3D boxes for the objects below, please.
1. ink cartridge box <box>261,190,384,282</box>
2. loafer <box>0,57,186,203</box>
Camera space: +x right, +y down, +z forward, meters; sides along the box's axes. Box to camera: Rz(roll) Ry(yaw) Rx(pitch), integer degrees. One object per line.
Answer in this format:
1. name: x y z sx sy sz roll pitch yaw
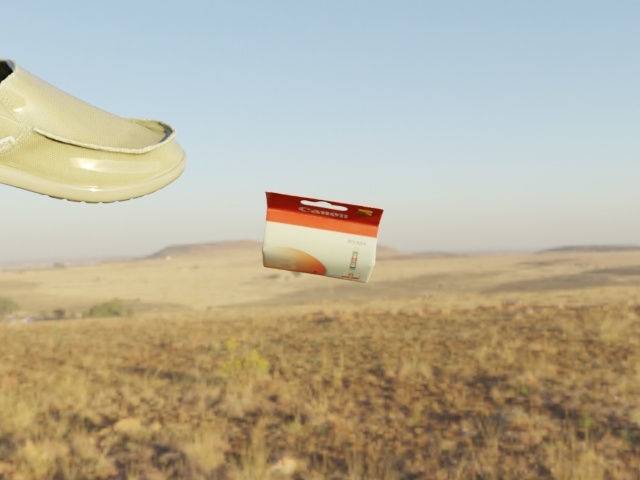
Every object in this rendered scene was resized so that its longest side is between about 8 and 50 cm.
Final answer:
1. ink cartridge box: 0.000 0.000 1.009 0.145 0.045 0.179 9 -18 1
2. loafer: -0.233 -0.093 0.640 0.268 0.092 0.102 2 27 -27
